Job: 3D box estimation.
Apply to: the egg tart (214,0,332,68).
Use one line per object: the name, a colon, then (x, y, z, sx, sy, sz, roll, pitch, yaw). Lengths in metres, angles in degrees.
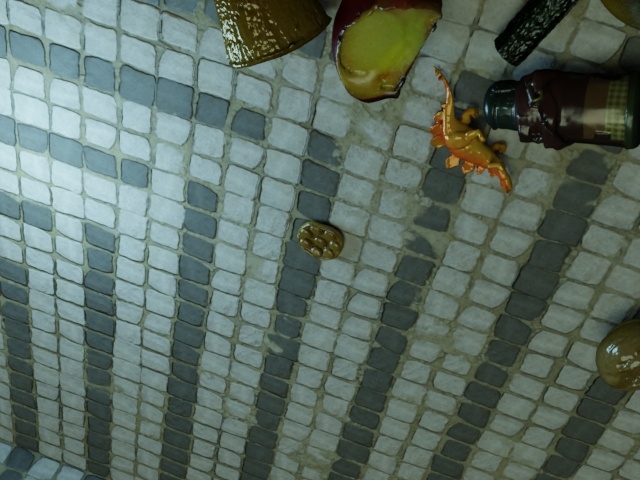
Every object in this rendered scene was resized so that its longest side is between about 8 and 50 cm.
egg tart: (-0.095, -0.406, 1.782, 0.202, 0.203, 0.147, -10, 118, 30)

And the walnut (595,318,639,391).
walnut: (0.650, 0.236, 2.109, 0.166, 0.149, 0.167, -13, 141, -10)

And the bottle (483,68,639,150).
bottle: (0.418, -0.230, 1.760, 0.271, 0.143, 0.156, 5, 133, 20)

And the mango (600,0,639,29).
mango: (0.548, -0.382, 1.546, 0.316, 0.146, 0.192, 25, 153, -27)

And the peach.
peach: (0.102, -0.366, 1.758, 0.158, 0.154, 0.267, 17, 146, -6)

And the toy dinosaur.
toy dinosaur: (0.263, -0.193, 1.918, 0.117, 0.070, 0.288, -26, 113, 39)

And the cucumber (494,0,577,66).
cucumber: (0.391, -0.403, 1.663, 0.067, 0.068, 0.293, 32, 134, -9)

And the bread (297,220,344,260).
bread: (0.000, 0.000, 2.240, 0.110, 0.024, 0.110, 11, 134, 12)
